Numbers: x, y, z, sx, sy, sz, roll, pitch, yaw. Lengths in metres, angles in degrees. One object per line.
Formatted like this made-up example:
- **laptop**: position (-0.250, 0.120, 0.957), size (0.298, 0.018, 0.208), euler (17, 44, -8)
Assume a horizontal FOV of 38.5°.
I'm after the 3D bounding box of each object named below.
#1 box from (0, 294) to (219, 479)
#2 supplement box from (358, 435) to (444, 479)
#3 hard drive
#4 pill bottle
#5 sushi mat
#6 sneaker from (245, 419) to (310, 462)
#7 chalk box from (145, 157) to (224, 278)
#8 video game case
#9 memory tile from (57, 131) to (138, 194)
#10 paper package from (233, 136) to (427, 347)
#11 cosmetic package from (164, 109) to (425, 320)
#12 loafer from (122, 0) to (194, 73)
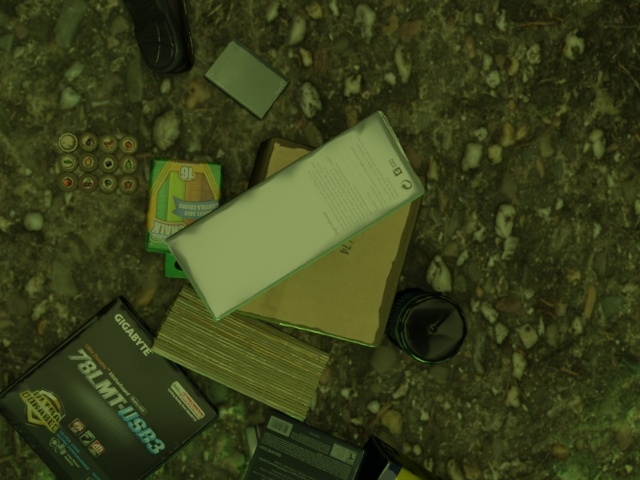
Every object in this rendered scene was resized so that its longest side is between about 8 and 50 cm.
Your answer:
- **box**: position (-0.388, 0.304, 1.682), size (0.293, 0.073, 0.295), euler (-39, 96, -4)
- **supplement box**: position (0.205, 0.552, 1.696), size (0.356, 0.194, 0.195), euler (34, 88, -7)
- **hard drive**: position (-0.137, -0.303, 1.717), size (0.135, 0.022, 0.094), euler (37, 87, -7)
- **pill bottle**: position (0.182, 0.150, 1.668), size (0.122, 0.219, 0.123), euler (0, 91, -7)
- **sushi mat**: position (-0.145, 0.205, 1.697), size (0.316, 0.019, 0.151), euler (26, 59, -7)
- **sneaker**: position (-0.042, 0.476, 1.713), size (0.161, 0.102, 0.282), euler (-8, 93, -10)
- **chalk box**: position (-0.245, -0.036, 1.656), size (0.132, 0.132, 0.213), euler (3, 91, -6)
- **video game case**: position (-0.053, 0.464, 1.617), size (0.196, 0.026, 0.274), euler (18, 84, 24)
- **memory tile**: position (-0.411, -0.143, 1.694), size (0.148, 0.012, 0.113), euler (2, 91, -6)
- **paper package**: position (0.000, 0.000, 1.670), size (0.309, 0.168, 0.325), euler (15, 90, -5)
- **cosmetic package**: position (-0.045, -0.037, 1.477), size (0.385, 0.217, 0.156), euler (-30, 93, -6)
- **loafer**: position (-0.300, -0.449, 1.673), size (0.109, 0.095, 0.303), euler (-14, 89, 24)
